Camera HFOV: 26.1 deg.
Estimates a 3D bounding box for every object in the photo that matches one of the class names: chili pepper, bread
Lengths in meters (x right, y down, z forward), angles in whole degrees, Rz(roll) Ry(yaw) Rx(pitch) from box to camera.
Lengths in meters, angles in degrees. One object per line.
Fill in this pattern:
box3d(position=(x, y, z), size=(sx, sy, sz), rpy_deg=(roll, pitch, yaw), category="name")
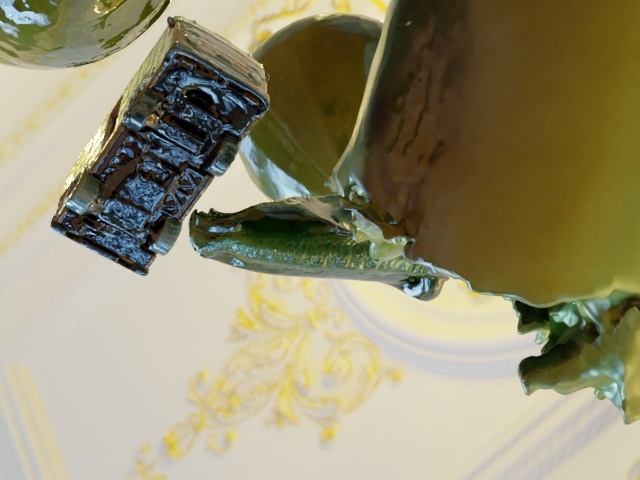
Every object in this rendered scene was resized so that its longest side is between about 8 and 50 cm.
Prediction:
box3d(position=(0.001, -0.003, 1.025), size=(0.108, 0.216, 0.062), rpy_deg=(42, -61, 55), category="chili pepper")
box3d(position=(0.143, -0.127, 0.704), size=(0.208, 0.251, 0.376), rpy_deg=(19, -79, 6), category="bread")

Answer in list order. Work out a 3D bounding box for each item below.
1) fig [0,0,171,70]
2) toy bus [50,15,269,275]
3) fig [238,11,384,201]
box3d(position=(-0.136, -0.209, 0.753), size=(0.225, 0.203, 0.203), rpy_deg=(-47, -135, -15), category="fig")
box3d(position=(-0.128, -0.082, 1.134), size=(0.201, 0.098, 0.114), rpy_deg=(-51, -159, 27), category="toy bus")
box3d(position=(0.031, -0.140, 1.827), size=(0.316, 0.316, 0.316), rpy_deg=(-18, -124, 29), category="fig")
